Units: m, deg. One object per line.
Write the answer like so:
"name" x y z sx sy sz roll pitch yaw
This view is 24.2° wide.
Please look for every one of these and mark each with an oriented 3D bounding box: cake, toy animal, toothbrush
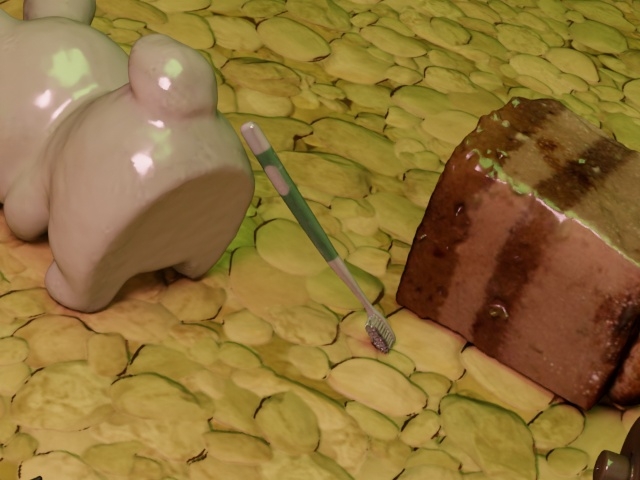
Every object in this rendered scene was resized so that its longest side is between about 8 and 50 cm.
"cake" 0.246 0.022 1.415 0.293 0.199 0.196 33 33 18
"toy animal" -0.218 -0.129 1.347 0.196 0.241 0.367 -13 45 -42
"toothbrush" 0.000 0.000 1.329 0.257 0.018 0.024 58 33 -22

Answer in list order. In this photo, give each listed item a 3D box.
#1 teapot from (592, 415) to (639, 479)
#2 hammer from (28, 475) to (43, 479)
"teapot" 0.303 0.201 1.201 0.175 0.186 0.267 16 -4 -4
"hammer" -0.142 0.219 1.083 0.201 0.021 0.078 15 33 -7
